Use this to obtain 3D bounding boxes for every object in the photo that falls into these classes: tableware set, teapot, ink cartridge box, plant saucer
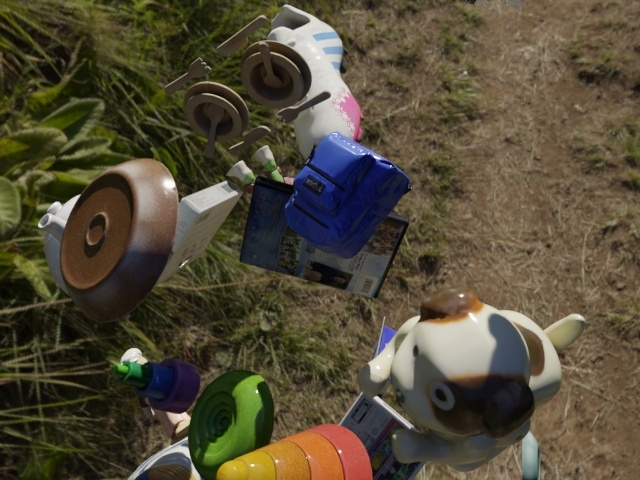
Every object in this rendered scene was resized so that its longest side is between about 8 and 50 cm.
[{"bbox_3d":[-0.096,-0.170,0.679,0.194,0.128,0.039,-20,40,38],"label":"tableware set"},{"bbox_3d":[-0.467,-0.009,1.140,0.256,0.187,0.252,-39,18,40],"label":"teapot"},{"bbox_3d":[-0.325,-0.025,1.431,0.060,0.275,0.239,39,110,1],"label":"ink cartridge box"},{"bbox_3d":[0.178,0.388,1.683,0.065,0.332,0.165,14,50,6],"label":"ink cartridge box"},{"bbox_3d":[0.579,0.613,1.536,0.038,0.195,0.194,-3,55,25],"label":"plant saucer"},{"bbox_3d":[-0.241,-0.007,0.639,0.199,0.036,0.198,-14,67,34],"label":"plant saucer"}]

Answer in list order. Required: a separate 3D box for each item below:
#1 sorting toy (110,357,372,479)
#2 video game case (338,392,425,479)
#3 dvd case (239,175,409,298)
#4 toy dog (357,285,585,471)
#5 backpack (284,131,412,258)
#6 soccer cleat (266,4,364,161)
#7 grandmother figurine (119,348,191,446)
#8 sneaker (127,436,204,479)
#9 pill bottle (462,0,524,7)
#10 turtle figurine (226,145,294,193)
[{"bbox_3d":[-0.118,0.191,0.574,0.366,0.126,0.127,14,77,48],"label":"sorting toy"},{"bbox_3d":[0.110,0.442,1.163,0.183,0.023,0.201,37,101,19],"label":"video game case"},{"bbox_3d":[0.000,0.000,0.933,0.253,0.180,0.022,16,39,-2],"label":"dvd case"},{"bbox_3d":[0.264,0.234,0.946,0.396,0.408,0.284,-22,66,19],"label":"toy dog"},{"bbox_3d":[0.017,-0.048,0.608,0.098,0.101,0.120,38,97,37],"label":"backpack"},{"bbox_3d":[-0.026,-0.237,0.848,0.116,0.143,0.331,-39,38,31],"label":"soccer cleat"},{"bbox_3d":[-0.512,0.474,1.732,0.342,0.104,0.207,45,119,25],"label":"grandmother figurine"},{"bbox_3d":[-0.256,0.389,0.797,0.296,0.131,0.112,-38,91,18],"label":"sneaker"},{"bbox_3d":[0.189,-0.361,0.724,0.170,0.094,0.094,19,61,1],"label":"pill bottle"},{"bbox_3d":[-0.132,-0.108,1.567,0.198,0.274,0.266,-36,92,8],"label":"turtle figurine"}]
